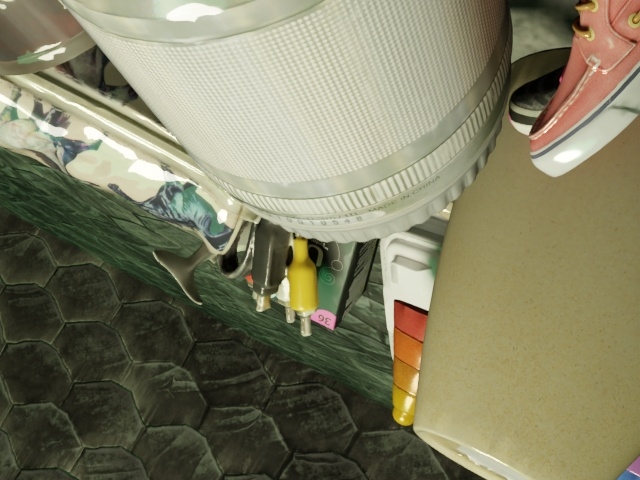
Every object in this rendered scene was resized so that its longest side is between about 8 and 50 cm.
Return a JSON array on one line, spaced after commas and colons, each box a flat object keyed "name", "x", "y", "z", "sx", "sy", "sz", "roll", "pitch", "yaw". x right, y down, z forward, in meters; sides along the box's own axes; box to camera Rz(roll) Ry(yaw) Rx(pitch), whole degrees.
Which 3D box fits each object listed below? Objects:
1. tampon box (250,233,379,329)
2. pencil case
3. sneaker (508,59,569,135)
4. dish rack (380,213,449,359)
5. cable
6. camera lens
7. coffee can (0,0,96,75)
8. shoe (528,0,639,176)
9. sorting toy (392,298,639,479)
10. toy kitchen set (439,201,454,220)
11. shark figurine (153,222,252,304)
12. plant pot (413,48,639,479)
[{"name": "tampon box", "x": 0.000, "y": 0.000, "z": 1.004, "sx": 0.120, "sy": 0.101, "sz": 0.161, "roll": 24, "pitch": 127, "yaw": 16}, {"name": "pencil case", "x": -0.232, "y": -0.133, "z": 0.773, "sx": 0.410, "sy": 0.160, "sz": 0.183, "roll": 25, "pitch": 170, "yaw": -18}, {"name": "sneaker", "x": 0.176, "y": -0.115, "z": 0.491, "sx": 0.170, "sy": 0.063, "sz": 0.075, "roll": -16, "pitch": 119, "yaw": 48}, {"name": "dish rack", "x": 0.206, "y": 0.119, "z": 0.986, "sx": 0.332, "sy": 0.072, "sz": 0.286, "roll": 21, "pitch": 136, "yaw": 35}, {"name": "cable", "x": -0.043, "y": -0.040, "z": 0.922, "sx": 0.072, "sy": 0.287, "sz": 0.139, "roll": -12, "pitch": -149, "yaw": -44}, {"name": "camera lens", "x": -0.011, "y": -0.143, "z": 0.464, "sx": 0.219, "sy": 0.219, "sz": 0.274, "roll": 22, "pitch": 163, "yaw": 27}, {"name": "coffee can", "x": -0.244, "y": -0.269, "z": 0.529, "sx": 0.201, "sy": 0.202, "sz": 0.275, "roll": 20, "pitch": 162, "yaw": 33}, {"name": "shoe", "x": 0.145, "y": -0.119, "z": 0.411, "sx": 0.081, "sy": 0.178, "sz": 0.063, "roll": 35, "pitch": -152, "yaw": -6}, {"name": "sorting toy", "x": 0.171, "y": 0.172, "z": 0.796, "sx": 0.127, "sy": 0.126, "sz": 0.365, "roll": 22, "pitch": -176, "yaw": -34}, {"name": "toy kitchen set", "x": 0.140, "y": -0.057, "z": 0.763, "sx": 0.083, "sy": 0.068, "sz": 0.075, "roll": 33, "pitch": 165, "yaw": -12}, {"name": "shark figurine", "x": -0.096, "y": -0.027, "z": 1.162, "sx": 0.166, "sy": 0.278, "sz": 0.116, "roll": -122, "pitch": 19, "yaw": -58}, {"name": "plant pot", "x": 0.186, "y": 0.048, "z": 0.620, "sx": 0.256, "sy": 0.274, "sz": 0.256, "roll": 27, "pitch": 164, "yaw": 8}]
